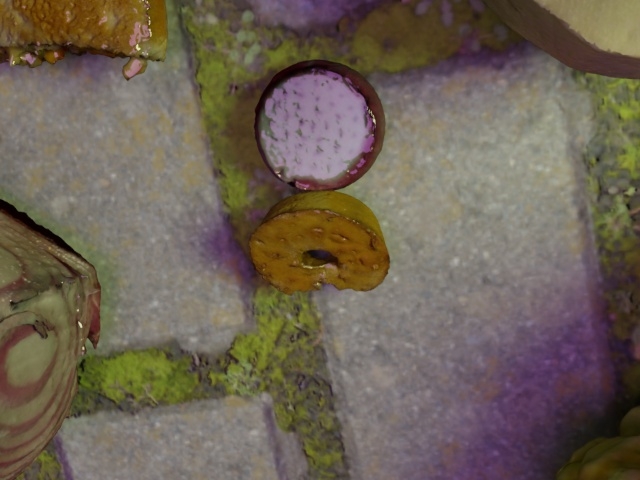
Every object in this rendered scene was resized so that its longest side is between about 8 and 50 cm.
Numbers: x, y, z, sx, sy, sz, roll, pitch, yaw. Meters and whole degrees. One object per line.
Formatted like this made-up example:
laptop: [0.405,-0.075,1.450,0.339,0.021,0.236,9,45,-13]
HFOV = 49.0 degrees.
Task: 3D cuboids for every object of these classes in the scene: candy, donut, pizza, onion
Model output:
candy: [-0.001,-0.088,0.542,0.103,0.043,0.103,2,102,11]
donut: [0.000,0.000,0.545,0.108,0.043,0.097,0,136,6]
pizza: [-0.211,-0.195,0.558,0.199,0.062,0.188,-19,85,21]
onion: [-0.329,0.081,0.556,0.256,0.272,0.230,45,123,34]

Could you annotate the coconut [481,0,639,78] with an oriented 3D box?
coconut: [0.177,-0.219,0.372,0.259,0.259,0.259,2,102,11]

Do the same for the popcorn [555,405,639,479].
popcorn: [0.265,0.241,0.476,0.259,0.259,0.212,25,130,6]
